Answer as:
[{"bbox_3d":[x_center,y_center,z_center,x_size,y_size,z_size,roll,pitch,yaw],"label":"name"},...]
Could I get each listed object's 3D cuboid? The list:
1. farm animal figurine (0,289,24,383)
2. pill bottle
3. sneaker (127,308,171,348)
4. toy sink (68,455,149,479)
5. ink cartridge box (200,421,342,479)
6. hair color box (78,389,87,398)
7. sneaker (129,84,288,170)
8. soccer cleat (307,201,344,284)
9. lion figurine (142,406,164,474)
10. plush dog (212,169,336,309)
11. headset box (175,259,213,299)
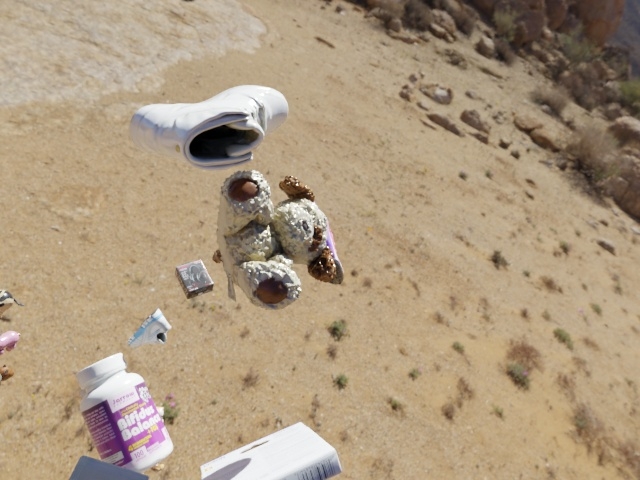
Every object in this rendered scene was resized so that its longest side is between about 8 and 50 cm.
[{"bbox_3d":[-0.933,0.246,1.207,0.326,0.172,0.331,22,33,-47],"label":"farm animal figurine"},{"bbox_3d":[-0.530,0.465,1.245,0.169,0.169,0.302,-20,80,-53],"label":"pill bottle"},{"bbox_3d":[-0.494,0.279,1.356,0.083,0.190,0.071,45,37,-4],"label":"sneaker"},{"bbox_3d":[-0.391,0.506,0.773,0.131,0.153,0.234,24,52,-9],"label":"toy sink"},{"bbox_3d":[-0.145,0.604,1.230,0.323,0.330,0.072,-17,85,-19],"label":"ink cartridge box"},{"bbox_3d":[-0.829,0.552,1.764,0.093,0.167,0.053,46,11,23],"label":"hair color box"},{"bbox_3d":[-0.126,-0.176,0.745,0.169,0.108,0.292,24,38,37],"label":"sneaker"},{"bbox_3d":[0.000,0.000,1.326,0.108,0.318,0.117,-1,46,33],"label":"soccer cleat"},{"bbox_3d":[-0.644,0.676,1.557,0.142,0.392,0.241,-20,82,-54],"label":"lion figurine"},{"bbox_3d":[-0.084,-0.004,0.927,0.225,0.210,0.263,-15,86,-29],"label":"plush dog"},{"bbox_3d":[-0.292,0.085,1.071,0.062,0.032,0.083,-17,61,-32],"label":"headset box"}]
